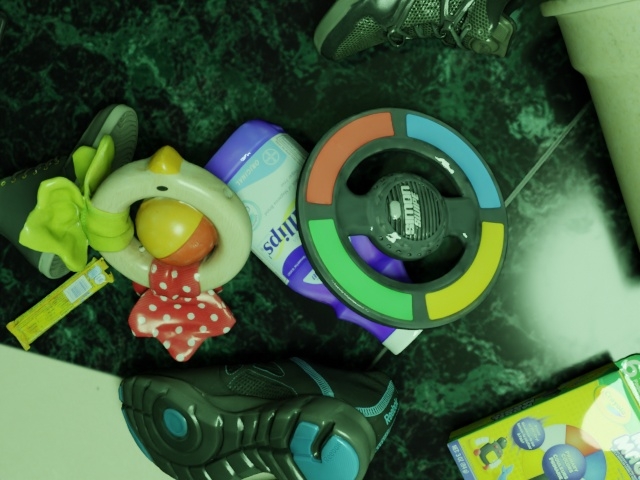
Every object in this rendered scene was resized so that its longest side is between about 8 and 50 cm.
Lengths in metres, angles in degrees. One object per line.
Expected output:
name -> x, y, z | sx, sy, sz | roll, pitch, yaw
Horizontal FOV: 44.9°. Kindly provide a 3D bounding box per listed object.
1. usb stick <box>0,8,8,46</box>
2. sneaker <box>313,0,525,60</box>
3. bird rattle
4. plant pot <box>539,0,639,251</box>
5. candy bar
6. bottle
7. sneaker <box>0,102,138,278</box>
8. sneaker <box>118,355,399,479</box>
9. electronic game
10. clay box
usb stick -> -0.449, -0.157, 0.939 | 0.077, 0.045, 0.277 | 21, 99, 4
sneaker -> 0.108, -0.222, 0.779 | 0.228, 0.087, 0.130 | -27, 82, 9
bird rattle -> -0.163, 0.008, 0.788 | 0.207, 0.143, 0.253 | -28, 115, 32
plant pot -> 0.377, -0.084, 0.634 | 0.334, 0.334, 0.305 | -11, 104, 14
candy bar -> -0.317, 0.077, 0.943 | 0.161, 0.018, 0.040 | -36, 90, 13
bottle -> 0.000, 0.000, 0.822 | 0.283, 0.092, 0.118 | 45, 104, 6
sneaker -> -0.305, -0.077, 0.893 | 0.118, 0.083, 0.222 | 32, 100, 12
sneaker -> -0.075, 0.192, 0.852 | 0.341, 0.140, 0.124 | 2, 111, 32
electronic game -> 0.085, -0.025, 0.769 | 0.230, 0.048, 0.229 | 5, 74, -19
clay box -> 0.260, 0.218, 0.800 | 0.222, 0.053, 0.127 | -28, 84, 15
